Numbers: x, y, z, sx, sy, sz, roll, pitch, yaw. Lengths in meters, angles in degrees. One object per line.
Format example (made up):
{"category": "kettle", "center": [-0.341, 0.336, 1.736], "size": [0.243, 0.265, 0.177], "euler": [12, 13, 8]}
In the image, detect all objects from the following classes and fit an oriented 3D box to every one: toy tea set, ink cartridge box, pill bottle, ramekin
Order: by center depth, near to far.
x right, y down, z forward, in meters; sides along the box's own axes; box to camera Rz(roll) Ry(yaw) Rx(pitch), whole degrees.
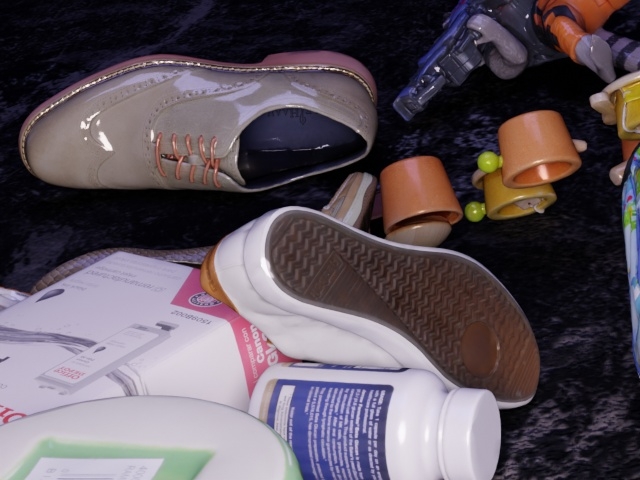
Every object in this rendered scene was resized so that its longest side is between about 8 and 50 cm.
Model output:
{"category": "ramekin", "center": [-0.135, 0.219, 1.134], "size": [0.303, 0.148, 0.303], "euler": [-8, 22, 3]}
{"category": "pill bottle", "center": [0.040, 0.138, 1.331], "size": [0.169, 0.094, 0.094], "euler": [1, 24, 25]}
{"category": "ink cartridge box", "center": [-0.182, 0.125, 1.423], "size": [0.207, 0.117, 0.283], "euler": [12, 30, 41]}
{"category": "toy tea set", "center": [0.221, -0.041, 1.682], "size": [0.336, 0.124, 0.200], "euler": [-20, -17, 24]}

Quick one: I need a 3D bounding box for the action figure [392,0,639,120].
{"category": "action figure", "center": [0.249, -0.222, 2.121], "size": [0.341, 0.178, 0.330], "euler": [-51, 31, -19]}

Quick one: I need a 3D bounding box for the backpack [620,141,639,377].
{"category": "backpack", "center": [0.337, 0.037, 1.284], "size": [0.290, 0.273, 0.355], "euler": [-3, 46, 18]}

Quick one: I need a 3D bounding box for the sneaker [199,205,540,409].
{"category": "sneaker", "center": [0.038, 0.053, 1.396], "size": [0.123, 0.290, 0.106], "euler": [-17, 53, 51]}

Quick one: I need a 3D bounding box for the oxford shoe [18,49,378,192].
{"category": "oxford shoe", "center": [-0.132, -0.117, 1.976], "size": [0.397, 0.140, 0.146], "euler": [-11, 29, 2]}

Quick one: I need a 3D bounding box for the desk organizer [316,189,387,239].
{"category": "desk organizer", "center": [0.018, -0.003, 1.750], "size": [0.130, 0.047, 0.050], "euler": [-18, 26, -20]}

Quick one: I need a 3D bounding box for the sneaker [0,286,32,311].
{"category": "sneaker", "center": [-0.334, 0.070, 1.531], "size": [0.262, 0.099, 0.121], "euler": [21, 25, -17]}

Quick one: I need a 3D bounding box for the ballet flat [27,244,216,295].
{"category": "ballet flat", "center": [-0.141, 0.048, 1.657], "size": [0.249, 0.084, 0.058], "euler": [-7, 21, -10]}

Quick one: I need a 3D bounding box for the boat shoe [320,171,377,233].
{"category": "boat shoe", "center": [0.000, 0.000, 1.656], "size": [0.072, 0.068, 0.190], "euler": [13, 41, 9]}
